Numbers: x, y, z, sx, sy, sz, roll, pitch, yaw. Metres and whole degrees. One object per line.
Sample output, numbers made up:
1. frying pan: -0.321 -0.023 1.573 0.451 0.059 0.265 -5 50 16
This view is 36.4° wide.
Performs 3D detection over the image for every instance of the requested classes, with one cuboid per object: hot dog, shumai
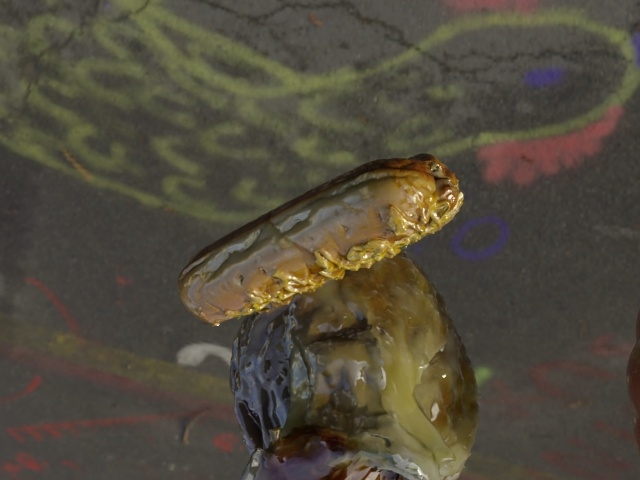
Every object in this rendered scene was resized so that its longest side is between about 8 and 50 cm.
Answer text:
1. hot dog: 0.000 0.000 0.499 0.165 0.045 0.071 -25 169 32
2. shumai: 0.025 0.110 0.579 0.161 0.153 0.210 3 100 -4

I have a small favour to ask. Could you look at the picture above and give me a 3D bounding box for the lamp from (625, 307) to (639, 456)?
1. lamp: 0.290 0.088 0.593 0.223 0.223 0.196 33 162 -28
